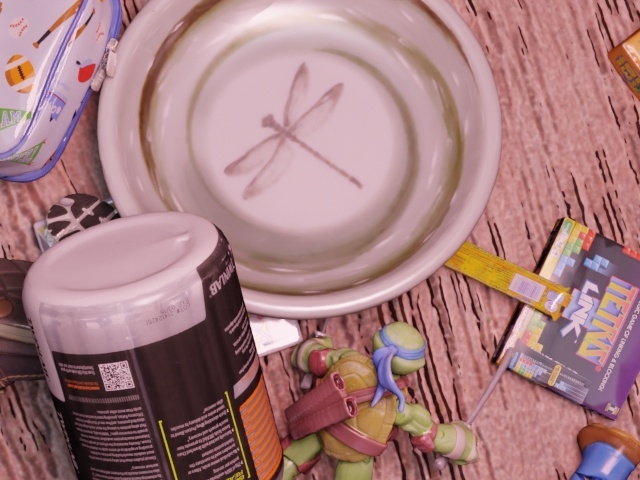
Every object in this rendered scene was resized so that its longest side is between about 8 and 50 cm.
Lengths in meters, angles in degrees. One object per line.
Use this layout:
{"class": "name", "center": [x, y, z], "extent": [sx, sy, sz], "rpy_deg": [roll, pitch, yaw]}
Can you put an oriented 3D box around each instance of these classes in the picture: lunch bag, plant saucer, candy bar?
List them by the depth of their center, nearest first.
{"class": "lunch bag", "center": [-0.348, -0.204, 1.692], "extent": [0.303, 0.115, 0.243], "rpy_deg": [20, 83, 17]}
{"class": "plant saucer", "center": [-0.021, -0.104, 1.727], "extent": [0.400, 0.100, 0.400], "rpy_deg": [0, 72, -1]}
{"class": "candy bar", "center": [0.184, 0.035, 1.767], "extent": [0.161, 0.018, 0.040], "rpy_deg": [26, 86, 23]}

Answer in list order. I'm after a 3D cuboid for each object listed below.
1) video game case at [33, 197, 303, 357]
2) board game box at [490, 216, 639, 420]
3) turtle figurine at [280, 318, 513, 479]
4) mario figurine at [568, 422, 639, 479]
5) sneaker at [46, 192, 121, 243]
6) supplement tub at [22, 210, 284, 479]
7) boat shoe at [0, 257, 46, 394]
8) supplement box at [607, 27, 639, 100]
{"class": "video game case", "center": [-0.156, 0.044, 1.770], "extent": [0.227, 0.026, 0.206], "rpy_deg": [-19, 88, -5]}
{"class": "board game box", "center": [0.277, 0.081, 1.787], "extent": [0.141, 0.048, 0.170], "rpy_deg": [25, 86, -1]}
{"class": "turtle figurine", "center": [0.052, 0.183, 1.721], "extent": [0.198, 0.275, 0.266], "rpy_deg": [29, 109, -9]}
{"class": "mario figurine", "center": [0.221, 0.341, 1.754], "extent": [0.198, 0.170, 0.320], "rpy_deg": [34, 71, 34]}
{"class": "sneaker", "center": [-0.209, 0.022, 1.725], "extent": [0.170, 0.071, 0.068], "rpy_deg": [40, 65, 14]}
{"class": "supplement tub", "center": [-0.144, 0.149, 1.580], "extent": [0.193, 0.193, 0.316], "rpy_deg": [-15, 114, -5]}
{"class": "boat shoe", "center": [-0.354, 0.095, 1.714], "extent": [0.355, 0.132, 0.130], "rpy_deg": [11, 118, 3]}
{"class": "supplement box", "center": [0.417, -0.241, 1.800], "extent": [0.233, 0.078, 0.080], "rpy_deg": [-40, 90, -6]}
